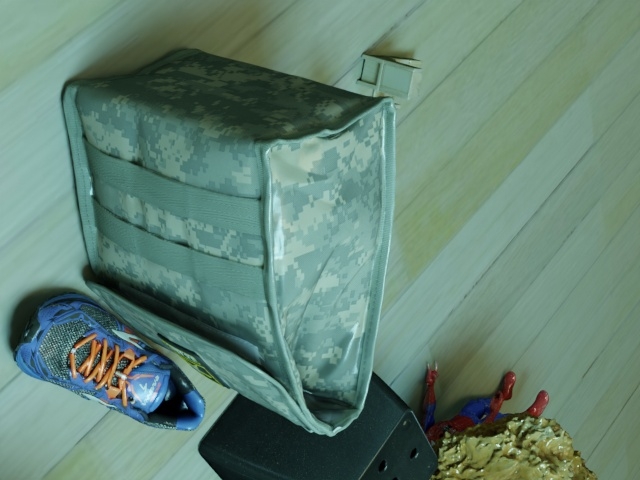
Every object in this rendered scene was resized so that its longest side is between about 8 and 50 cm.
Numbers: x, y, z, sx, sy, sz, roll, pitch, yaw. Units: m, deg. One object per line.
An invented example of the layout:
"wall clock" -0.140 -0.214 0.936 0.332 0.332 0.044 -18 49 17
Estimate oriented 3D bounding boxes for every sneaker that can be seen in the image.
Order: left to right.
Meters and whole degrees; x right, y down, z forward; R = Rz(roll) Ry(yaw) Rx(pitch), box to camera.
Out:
"sneaker" -0.173 0.110 0.923 0.221 0.087 0.083 36 78 -52

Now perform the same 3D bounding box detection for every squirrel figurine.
"squirrel figurine" 0.153 0.365 1.296 0.371 0.281 0.396 26 94 -32

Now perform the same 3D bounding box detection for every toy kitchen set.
"toy kitchen set" 0.091 -0.156 1.131 0.083 0.075 0.068 -6 113 -45

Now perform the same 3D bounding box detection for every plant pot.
"plant pot" 0.015 0.230 1.151 0.187 0.167 0.188 -51 141 -22

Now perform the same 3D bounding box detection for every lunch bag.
"lunch bag" -0.073 0.011 0.873 0.169 0.235 0.286 -27 126 -40

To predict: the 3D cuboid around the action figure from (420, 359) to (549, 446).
"action figure" 0.221 0.221 1.467 0.280 0.091 0.139 -19 128 -47
